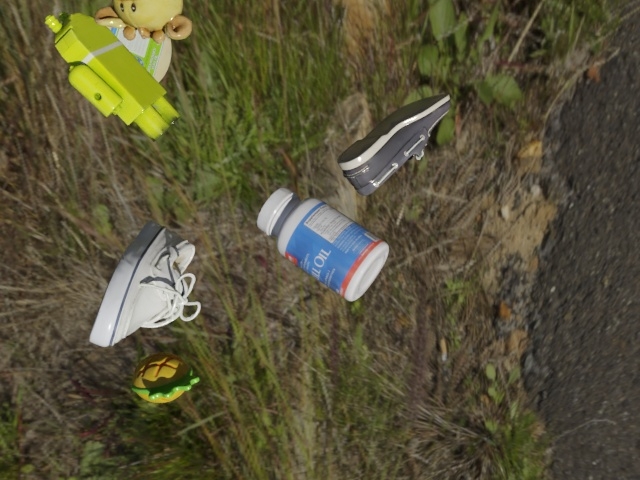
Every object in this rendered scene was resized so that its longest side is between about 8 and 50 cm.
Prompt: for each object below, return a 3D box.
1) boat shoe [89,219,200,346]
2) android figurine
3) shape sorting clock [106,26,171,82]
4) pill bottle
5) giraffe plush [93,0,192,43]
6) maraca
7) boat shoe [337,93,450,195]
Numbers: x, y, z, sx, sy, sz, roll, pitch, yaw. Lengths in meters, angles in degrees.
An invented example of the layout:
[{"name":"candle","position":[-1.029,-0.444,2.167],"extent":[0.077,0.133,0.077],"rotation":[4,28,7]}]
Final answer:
[{"name":"boat shoe","position":[-0.284,0.088,1.317],"extent":[0.156,0.367,0.136],"rotation":[22,109,-7]},{"name":"android figurine","position":[-0.368,-0.296,1.321],"extent":[0.056,0.248,0.273],"rotation":[-39,107,17]},{"name":"shape sorting clock","position":[-0.443,-0.457,1.767],"extent":[0.040,0.206,0.206],"rotation":[15,77,48]},{"name":"pill bottle","position":[0.000,0.000,1.326],"extent":[0.221,0.124,0.124],"rotation":[33,85,17]},{"name":"giraffe plush","position":[-0.218,-0.346,0.954],"extent":[0.181,0.210,0.170],"rotation":[4,65,46]},{"name":"maraca","position":[-0.321,0.287,1.534],"extent":[0.127,0.185,0.099],"rotation":[-22,106,-26]},{"name":"boat shoe","position":[0.111,-0.136,1.039],"extent":[0.206,0.075,0.065],"rotation":[-38,114,-25]}]
